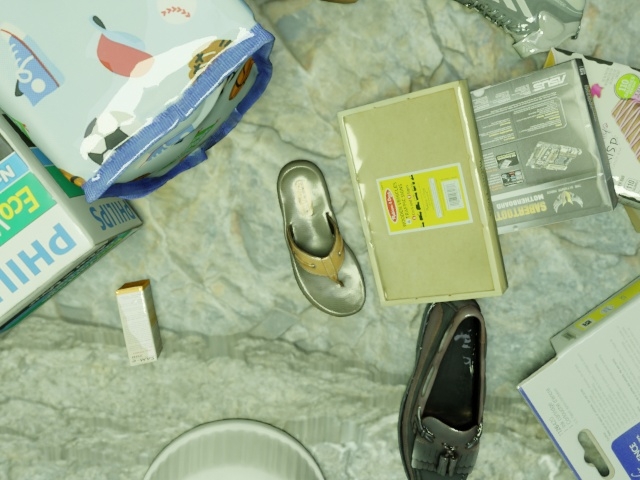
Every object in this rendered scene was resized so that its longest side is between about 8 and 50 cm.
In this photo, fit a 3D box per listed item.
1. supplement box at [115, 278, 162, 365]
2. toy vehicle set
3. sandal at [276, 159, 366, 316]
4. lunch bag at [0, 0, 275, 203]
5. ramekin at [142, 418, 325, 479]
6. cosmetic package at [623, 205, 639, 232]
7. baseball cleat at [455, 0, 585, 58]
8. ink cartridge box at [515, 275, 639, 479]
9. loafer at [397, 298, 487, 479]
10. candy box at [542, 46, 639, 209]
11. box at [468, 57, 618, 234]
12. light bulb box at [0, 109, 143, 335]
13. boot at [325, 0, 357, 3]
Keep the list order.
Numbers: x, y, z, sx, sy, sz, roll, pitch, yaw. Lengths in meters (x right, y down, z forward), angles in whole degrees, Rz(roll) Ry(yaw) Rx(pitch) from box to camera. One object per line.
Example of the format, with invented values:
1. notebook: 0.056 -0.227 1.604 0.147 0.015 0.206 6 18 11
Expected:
1. supplement box: -0.233 0.104 0.861 0.036 0.062 0.098 -10 96 -5
2. toy vehicle set: 0.128 -0.052 0.844 0.166 0.035 0.266 -8 101 31
3. sandal: 0.000 0.000 0.874 0.090 0.060 0.219 -15 97 -4
4. lunch bag: -0.225 -0.217 0.667 0.239 0.385 0.327 -40 98 3
5. ramekin: -0.114 0.383 0.868 0.273 0.127 0.272 0 95 -5
6. cosmetic package: 0.440 -0.066 0.912 0.041 0.060 0.115 -29 96 -1
7. baseball cleat: 0.242 -0.295 0.864 0.206 0.072 0.109 4 102 -2
8. ink cartridge box: 0.465 0.226 0.941 0.307 0.072 0.303 -34 99 1
9. loafer: 0.169 0.220 0.895 0.109 0.095 0.302 5 95 -6
10. candy box: 0.378 -0.134 0.847 0.234 0.071 0.159 21 93 20
11. box: 0.227 -0.102 0.831 0.231 0.056 0.183 -14 98 31
12. light bulb box: -0.463 -0.043 0.737 0.358 0.225 0.361 -37 97 3
13. boot: -0.066 -0.423 0.815 0.295 0.104 0.211 8 90 -11
